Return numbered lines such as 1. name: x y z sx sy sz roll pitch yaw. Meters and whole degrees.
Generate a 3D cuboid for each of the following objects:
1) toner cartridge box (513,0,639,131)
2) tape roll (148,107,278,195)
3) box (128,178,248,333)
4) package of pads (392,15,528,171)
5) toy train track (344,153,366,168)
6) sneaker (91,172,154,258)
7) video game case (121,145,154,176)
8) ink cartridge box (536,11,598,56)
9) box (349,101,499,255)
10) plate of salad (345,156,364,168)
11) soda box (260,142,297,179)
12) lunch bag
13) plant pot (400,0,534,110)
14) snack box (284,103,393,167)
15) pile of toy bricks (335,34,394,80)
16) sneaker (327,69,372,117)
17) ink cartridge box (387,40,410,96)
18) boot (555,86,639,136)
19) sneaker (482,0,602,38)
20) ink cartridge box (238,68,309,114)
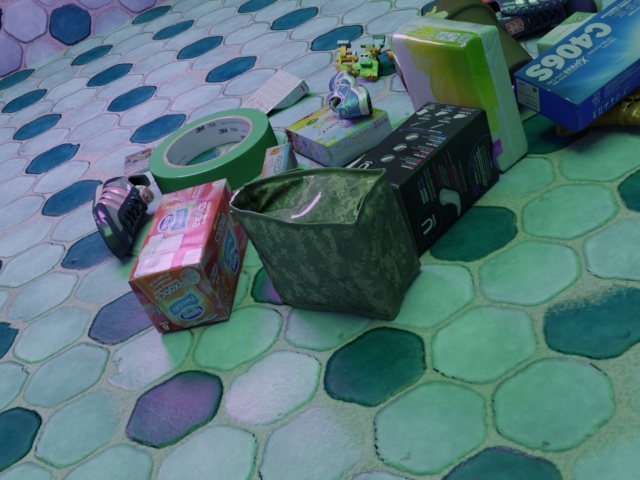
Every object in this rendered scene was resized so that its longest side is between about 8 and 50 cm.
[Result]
1. toner cartridge box: 0.569 -0.364 1.645 0.348 0.075 0.165 -36 49 -16
2. tape roll: -0.268 -0.218 2.058 0.321 0.077 0.321 -14 33 10
3. box: -0.252 0.025 1.632 0.154 0.142 0.300 -13 33 13
4. package of pads: 0.278 -0.300 1.658 0.101 0.296 0.229 -38 36 -20
5. toy train track: 0.084 -0.170 1.846 0.048 0.014 0.083 -8 29 33
6. sneaker: -0.453 -0.075 1.923 0.131 0.112 0.319 -26 34 -1
7. video game case: -0.495 -0.213 2.239 0.087 0.011 0.122 -19 33 5
8. ink cartridge box: 0.624 -0.429 1.837 0.160 0.092 0.219 -39 36 -24
9. box: 0.198 -0.124 1.571 0.143 0.165 0.270 17 49 44
10. plate of salad: 0.122 -0.139 1.736 0.200 0.048 0.200 -12 38 10
11. soda box: -0.094 -0.150 1.874 0.063 0.058 0.183 -13 34 13
12. lunch bag: 0.000 0.000 1.439 0.287 0.235 0.169 3 46 32
13. plant pot: 0.346 -0.384 1.819 0.263 0.263 0.229 -34 51 -19
14. snack box: 0.042 -0.257 1.937 0.174 0.070 0.207 -33 33 -19
15. pile of toy bricks: 0.134 -0.474 2.197 0.212 0.118 0.105 2 77 16
16. sneaker: 0.051 -0.340 1.916 0.081 0.080 0.211 -19 27 -9
17. ink cartridge box: 0.249 -0.444 2.074 0.109 0.062 0.209 -19 42 2
18. boot: 0.579 -0.248 1.624 0.197 0.073 0.152 -34 39 -14
19. sneaker: 0.531 -0.567 2.075 0.148 0.131 0.350 -46 34 -23
20. ink cartridge box: -0.132 -0.388 2.277 0.179 0.045 0.145 -46 37 -3
